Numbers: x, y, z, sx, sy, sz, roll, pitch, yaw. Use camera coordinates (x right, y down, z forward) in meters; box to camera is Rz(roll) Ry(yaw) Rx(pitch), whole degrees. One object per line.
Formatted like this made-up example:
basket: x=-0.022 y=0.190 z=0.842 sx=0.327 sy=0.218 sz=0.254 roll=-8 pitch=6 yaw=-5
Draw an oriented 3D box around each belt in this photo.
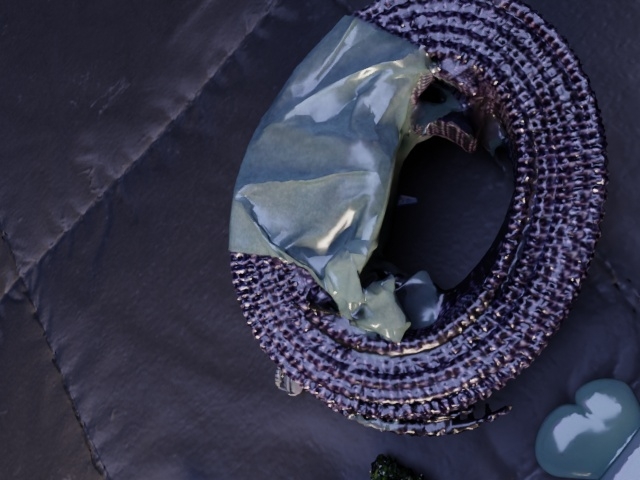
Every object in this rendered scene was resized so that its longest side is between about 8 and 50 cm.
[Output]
belt: x=0.069 y=-0.026 z=0.472 sx=0.260 sy=0.122 sz=0.325 roll=19 pitch=96 yaw=15

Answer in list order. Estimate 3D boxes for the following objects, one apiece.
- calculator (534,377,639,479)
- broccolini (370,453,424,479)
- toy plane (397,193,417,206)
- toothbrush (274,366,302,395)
calculator: x=0.277 y=0.197 z=0.383 sx=0.299 sy=0.041 sz=0.185 roll=35 pitch=95 yaw=27
broccolini: x=-0.013 y=0.235 z=0.523 sx=0.271 sy=0.062 sz=0.123 roll=-3 pitch=67 yaw=30
toy plane: x=0.059 y=-0.113 z=0.562 sx=0.054 sy=0.062 sz=0.167 roll=-8 pitch=82 yaw=14
toothbrush: x=0.000 y=0.000 z=0.585 sx=0.026 sy=0.024 sz=0.288 roll=6 pitch=82 yaw=43
